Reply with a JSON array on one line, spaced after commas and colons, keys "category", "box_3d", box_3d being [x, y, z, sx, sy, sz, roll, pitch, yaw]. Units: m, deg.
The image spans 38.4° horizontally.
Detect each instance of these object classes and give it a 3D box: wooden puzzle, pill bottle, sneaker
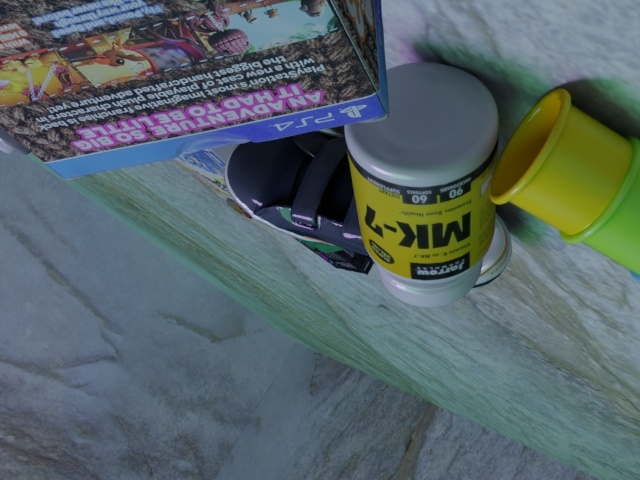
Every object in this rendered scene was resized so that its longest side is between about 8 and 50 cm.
[{"category": "wooden puzzle", "box_3d": [-0.152, -0.060, 1.723, 0.049, 0.006, 0.083, 29, 169, 9]}, {"category": "pill bottle", "box_3d": [0.089, -0.037, 0.776, 0.119, 0.119, 0.208, 26, 154, 24]}, {"category": "sneaker", "box_3d": [0.050, -0.045, 0.957, 0.321, 0.126, 0.127, 19, 173, 4]}]

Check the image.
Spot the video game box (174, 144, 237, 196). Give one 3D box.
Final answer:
[{"category": "video game box", "box_3d": [-0.163, -0.126, 1.360, 0.187, 0.048, 0.205, 24, 167, 43]}]

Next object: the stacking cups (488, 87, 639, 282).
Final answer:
[{"category": "stacking cups", "box_3d": [0.283, 0.002, 0.678, 0.316, 0.096, 0.096, 27, 170, -8]}]

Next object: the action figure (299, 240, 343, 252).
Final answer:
[{"category": "action figure", "box_3d": [0.002, -0.025, 1.317, 0.137, 0.063, 0.232, 31, 165, -12]}]

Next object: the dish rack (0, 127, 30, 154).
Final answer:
[{"category": "dish rack", "box_3d": [-0.451, -0.193, 1.114, 0.285, 0.072, 0.333, 38, 178, -16]}]

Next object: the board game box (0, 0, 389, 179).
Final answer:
[{"category": "board game box", "box_3d": [-0.112, -0.176, 0.496, 0.232, 0.141, 0.291, -9, 154, 16]}]

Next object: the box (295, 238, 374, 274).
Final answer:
[{"category": "box", "box_3d": [0.000, 0.000, 1.527, 0.162, 0.029, 0.116, 37, 168, -24]}]
